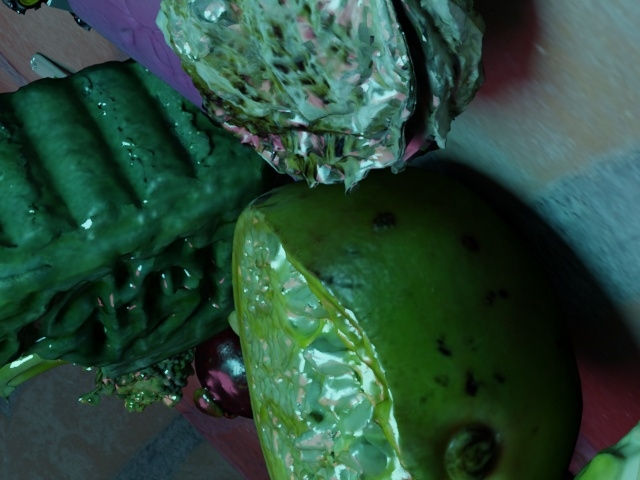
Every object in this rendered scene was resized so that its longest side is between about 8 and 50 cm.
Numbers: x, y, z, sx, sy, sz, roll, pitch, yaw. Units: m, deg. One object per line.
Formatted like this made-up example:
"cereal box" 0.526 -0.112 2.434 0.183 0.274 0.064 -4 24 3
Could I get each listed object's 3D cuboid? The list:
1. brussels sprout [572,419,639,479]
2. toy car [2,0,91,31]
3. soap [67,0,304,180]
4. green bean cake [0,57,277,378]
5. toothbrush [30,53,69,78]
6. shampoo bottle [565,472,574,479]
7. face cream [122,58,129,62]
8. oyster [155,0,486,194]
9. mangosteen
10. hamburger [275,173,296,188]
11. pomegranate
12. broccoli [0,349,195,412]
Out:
"brussels sprout" 0.253 0.217 0.866 0.219 0.210 0.271 25 140 39
"toy car" -0.223 -0.241 1.078 0.097 0.100 0.191 38 -164 25
"soap" -0.090 -0.172 0.965 0.259 0.081 0.181 39 163 22
"green bean cake" -0.198 0.007 1.138 0.169 0.300 0.308 60 160 24
"toothbrush" -0.253 -0.161 1.507 0.304 0.030 0.030 32 159 46
"shampoo bottle" 0.168 0.224 1.296 0.246 0.080 0.079 41 165 16
"face cream" -0.130 -0.063 1.336 0.082 0.082 0.269 31 158 42
"oyster" 0.008 -0.133 0.734 0.198 0.112 0.267 41 148 -5
"mangosteen" -0.097 0.166 1.698 0.152 0.152 0.152 41 164 15
"hamburger" 0.000 0.000 1.201 0.133 0.062 0.140 25 152 48
"pomegranate" 0.059 0.085 0.982 0.358 0.216 0.310 -139 35 -69
"broccoli" -0.339 0.085 1.918 0.277 0.317 0.338 71 -169 -81
